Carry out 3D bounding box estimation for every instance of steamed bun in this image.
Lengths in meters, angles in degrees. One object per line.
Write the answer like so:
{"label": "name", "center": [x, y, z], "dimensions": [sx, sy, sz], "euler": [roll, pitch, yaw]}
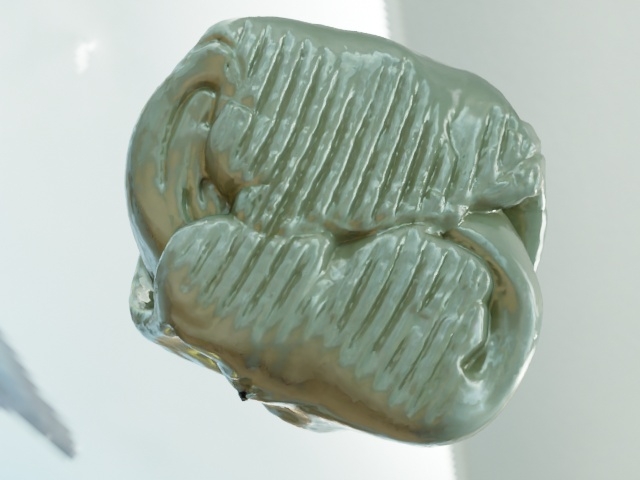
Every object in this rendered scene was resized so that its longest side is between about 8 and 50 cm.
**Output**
{"label": "steamed bun", "center": [0.000, 0.000, 1.615], "dimensions": [0.367, 0.342, 0.255], "euler": [24, -20, -8]}
